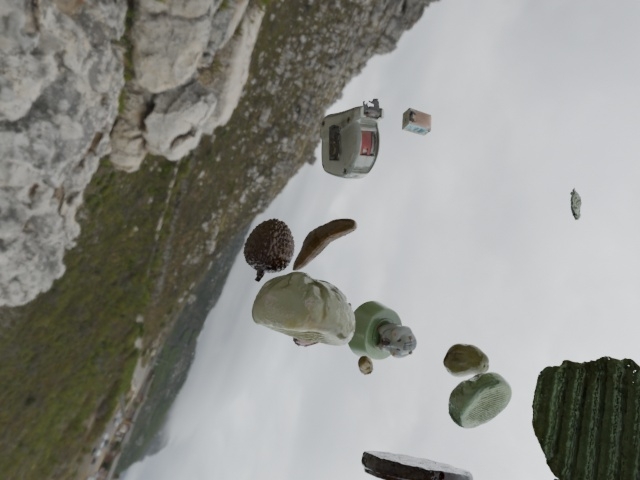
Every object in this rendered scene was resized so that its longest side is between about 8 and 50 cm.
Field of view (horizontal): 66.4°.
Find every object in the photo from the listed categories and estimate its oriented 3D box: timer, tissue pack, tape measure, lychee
[{"bbox_3d":[0.327,0.463,2.355,0.315,0.290,0.291,11,-102,55],"label":"timer"},{"bbox_3d":[0.339,-0.415,1.720,0.059,0.094,0.074,142,-44,-64],"label":"tissue pack"},{"bbox_3d":[0.101,-0.350,1.731,0.258,0.130,0.265,7,-83,56],"label":"tape measure"},{"bbox_3d":[-0.185,0.037,1.772,0.200,0.200,0.238,162,-56,-78],"label":"lychee"}]

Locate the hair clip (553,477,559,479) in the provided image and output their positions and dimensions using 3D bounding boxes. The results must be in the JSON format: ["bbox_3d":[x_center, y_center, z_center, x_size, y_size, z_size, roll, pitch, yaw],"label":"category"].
[{"bbox_3d":[0.548,0.776,1.310,0.331,0.101,0.085,-46,-153,17],"label":"hair clip"}]

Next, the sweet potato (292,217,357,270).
[{"bbox_3d":[0.000,-0.004,2.006,0.341,0.092,0.114,-36,-124,19],"label":"sweet potato"}]

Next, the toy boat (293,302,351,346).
[{"bbox_3d":[-0.013,0.339,1.980,0.318,0.141,0.099,-39,168,25],"label":"toy boat"}]

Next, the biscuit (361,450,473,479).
[{"bbox_3d":[0.351,0.859,1.807,0.407,0.407,0.091,138,-34,-69],"label":"biscuit"}]

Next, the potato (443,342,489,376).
[{"bbox_3d":[0.632,0.523,2.115,0.194,0.157,0.157,6,-110,42],"label":"potato"}]

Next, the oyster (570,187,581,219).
[{"bbox_3d":[0.958,-0.140,1.832,0.100,0.037,0.098,49,44,-52],"label":"oyster"}]

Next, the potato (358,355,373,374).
[{"bbox_3d":[0.154,0.427,1.676,0.040,0.051,0.083,-112,-173,-56],"label":"potato"}]

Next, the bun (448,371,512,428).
[{"bbox_3d":[0.514,0.512,1.599,0.221,0.221,0.108,-64,-146,19],"label":"bun"}]

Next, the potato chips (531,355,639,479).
[{"bbox_3d":[0.752,0.523,1.300,0.358,0.070,0.430,3,-96,35],"label":"potato chips"}]

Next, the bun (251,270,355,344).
[{"bbox_3d":[-0.044,0.228,1.679,0.365,0.365,0.219,143,-37,-71],"label":"bun"}]
